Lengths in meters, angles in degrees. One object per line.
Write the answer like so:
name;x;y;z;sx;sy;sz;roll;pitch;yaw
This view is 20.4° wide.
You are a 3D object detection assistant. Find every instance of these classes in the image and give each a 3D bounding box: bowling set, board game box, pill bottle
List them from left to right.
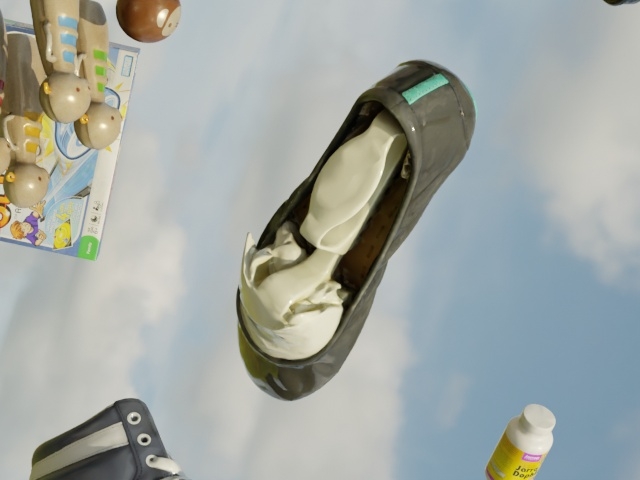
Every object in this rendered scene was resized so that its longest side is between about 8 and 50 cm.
board game box;-0.252;-0.093;1.646;0.035;0.136;0.201;-93;-165;-77
bowling set;-0.211;-0.131;1.431;0.287;0.200;0.154;34;48;-74
pill bottle;0.179;0.184;1.579;0.043;0.043;0.083;-93;-161;-51

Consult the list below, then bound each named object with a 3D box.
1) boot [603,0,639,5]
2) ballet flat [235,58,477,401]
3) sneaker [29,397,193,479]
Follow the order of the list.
boot;0.128;-0.269;1.212;0.094;0.207;0.246;-125;-151;-57
ballet flat;0.000;0.000;1.156;0.096;0.095;0.280;-23;146;-56
sneaker;-0.064;0.186;1.132;0.099;0.282;0.153;81;12;-57
